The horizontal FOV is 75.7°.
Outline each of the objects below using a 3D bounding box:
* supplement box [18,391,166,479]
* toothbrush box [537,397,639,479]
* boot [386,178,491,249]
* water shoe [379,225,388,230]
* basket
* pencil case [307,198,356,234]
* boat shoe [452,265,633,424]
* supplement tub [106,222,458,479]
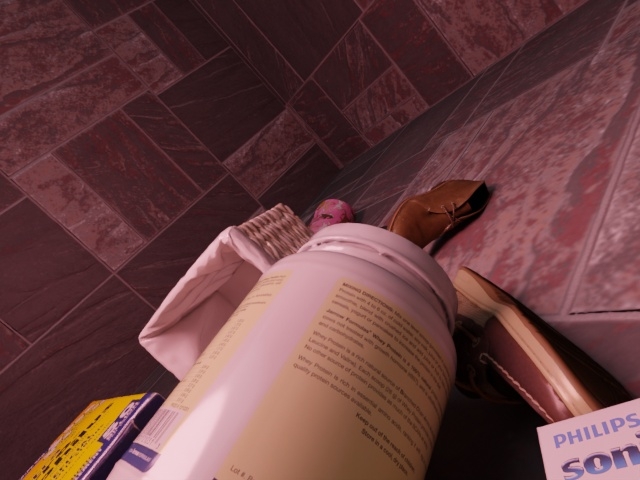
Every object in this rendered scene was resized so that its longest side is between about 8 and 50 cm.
[{"bbox_3d":[-0.262,0.340,0.530,0.357,0.195,0.194,-29,19,48],"label":"supplement box"},{"bbox_3d":[0.231,0.192,0.148,0.206,0.122,0.283,-37,14,30],"label":"toothbrush box"},{"bbox_3d":[0.263,-0.059,0.914,0.305,0.112,0.115,-36,19,-30],"label":"boot"},{"bbox_3d":[0.171,-0.005,1.212,0.080,0.072,0.203,-23,13,-10],"label":"water shoe"},{"bbox_3d":[-0.106,0.156,0.831,0.331,0.328,0.266,-46,2,23],"label":"basket"},{"bbox_3d":[0.000,0.000,1.493,0.167,0.160,0.386,-44,9,40],"label":"pencil case"},{"bbox_3d":[0.208,0.137,0.471,0.123,0.123,0.342,-55,10,11],"label":"boat shoe"},{"bbox_3d":[-0.006,0.159,0.407,0.236,0.235,0.324,-29,20,50],"label":"supplement tub"}]
